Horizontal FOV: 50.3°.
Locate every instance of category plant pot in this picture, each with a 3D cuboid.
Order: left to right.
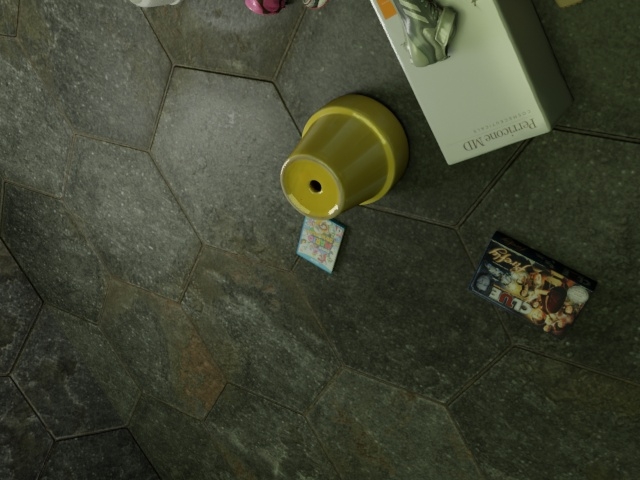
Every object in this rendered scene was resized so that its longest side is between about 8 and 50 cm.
[{"bbox_3d":[0.041,-0.171,1.547,0.254,0.239,0.254,19,130,23],"label":"plant pot"}]

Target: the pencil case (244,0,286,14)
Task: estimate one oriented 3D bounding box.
[{"bbox_3d":[-0.102,-0.604,1.482,0.095,0.098,0.209,-106,26,-43],"label":"pencil case"}]

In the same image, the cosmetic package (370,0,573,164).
[{"bbox_3d":[0.269,-0.400,1.290,0.230,0.161,0.453,-17,108,42],"label":"cosmetic package"}]

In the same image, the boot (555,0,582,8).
[{"bbox_3d":[0.462,-0.516,1.118,0.248,0.090,0.207,-10,114,44],"label":"boot"}]

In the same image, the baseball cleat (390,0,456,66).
[{"bbox_3d":[0.179,-0.413,1.198,0.109,0.072,0.206,-11,117,26],"label":"baseball cleat"}]

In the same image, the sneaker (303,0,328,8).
[{"bbox_3d":[-0.047,-0.602,1.366,0.299,0.112,0.121,73,172,-51],"label":"sneaker"}]

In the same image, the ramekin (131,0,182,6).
[{"bbox_3d":[-0.412,-0.657,1.618,0.207,0.109,0.207,38,143,36],"label":"ramekin"}]

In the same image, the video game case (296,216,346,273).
[{"bbox_3d":[0.000,0.000,1.852,0.119,0.015,0.166,30,132,17],"label":"video game case"}]

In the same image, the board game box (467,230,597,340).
[{"bbox_3d":[0.475,0.104,1.550,0.243,0.042,0.165,29,132,18],"label":"board game box"}]
